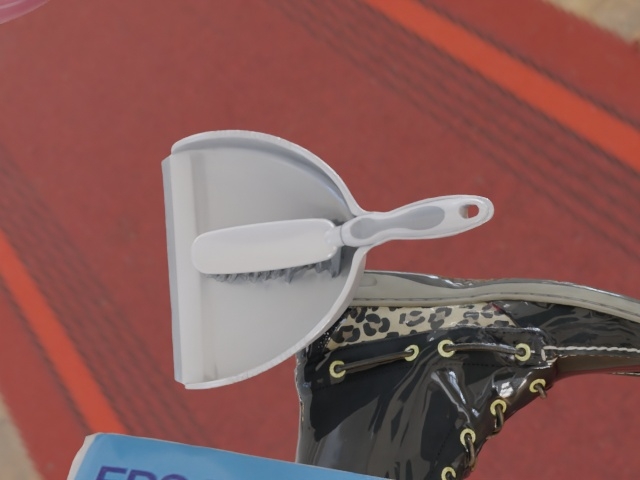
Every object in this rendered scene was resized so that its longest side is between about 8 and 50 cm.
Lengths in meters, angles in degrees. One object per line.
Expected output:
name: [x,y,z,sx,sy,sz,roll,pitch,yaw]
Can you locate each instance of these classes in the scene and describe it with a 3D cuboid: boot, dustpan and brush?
boot: [0.090,0.113,1.071,0.236,0.085,0.179,5,72,11]
dustpan and brush: [0.000,0.000,1.044,0.211,0.060,0.147,-8,79,19]

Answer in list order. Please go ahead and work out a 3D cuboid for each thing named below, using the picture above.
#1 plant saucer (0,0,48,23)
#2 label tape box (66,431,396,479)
plant saucer: [-0.225,-0.248,0.858,0.084,0.332,0.332,-45,23,41]
label tape box: [0.010,0.235,0.440,0.249,0.115,0.348,8,57,15]
